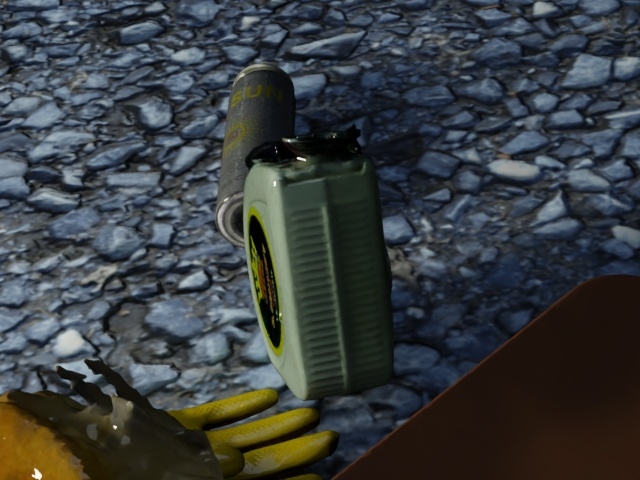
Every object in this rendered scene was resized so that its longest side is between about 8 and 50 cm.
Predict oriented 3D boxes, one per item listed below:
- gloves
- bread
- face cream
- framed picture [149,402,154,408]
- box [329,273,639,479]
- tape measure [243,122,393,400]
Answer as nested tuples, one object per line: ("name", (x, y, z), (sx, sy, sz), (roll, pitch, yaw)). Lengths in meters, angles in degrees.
("gloves", (-0.132, 0.171, 1.374), (0.294, 0.116, 0.133), (-5, 46, -9))
("bread", (-0.254, 0.224, 1.181), (0.389, 0.236, 0.183), (-14, -10, 27))
("face cream", (-0.063, -0.099, 1.756), (0.073, 0.073, 0.283), (-4, 35, 4))
("framed picture", (-0.157, 0.208, 1.287), (0.149, 0.109, 0.011), (-37, -3, -4))
("box", (0.169, 0.227, 1.100), (0.239, 0.229, 0.339), (33, 50, 32))
("tape measure", (0.000, 0.000, 1.457), (0.115, 0.235, 0.207), (-9, 16, -9))
